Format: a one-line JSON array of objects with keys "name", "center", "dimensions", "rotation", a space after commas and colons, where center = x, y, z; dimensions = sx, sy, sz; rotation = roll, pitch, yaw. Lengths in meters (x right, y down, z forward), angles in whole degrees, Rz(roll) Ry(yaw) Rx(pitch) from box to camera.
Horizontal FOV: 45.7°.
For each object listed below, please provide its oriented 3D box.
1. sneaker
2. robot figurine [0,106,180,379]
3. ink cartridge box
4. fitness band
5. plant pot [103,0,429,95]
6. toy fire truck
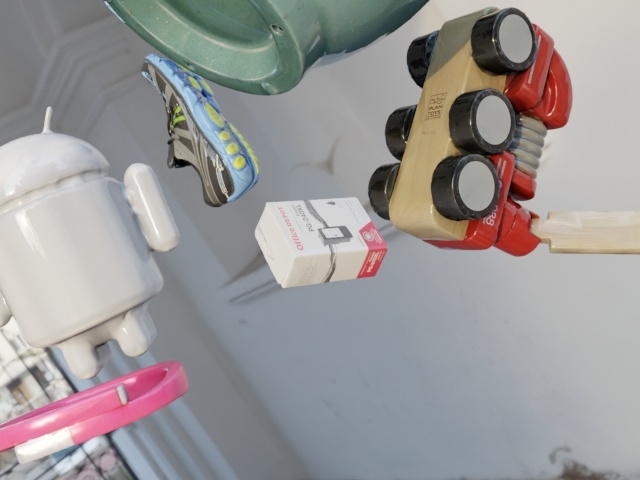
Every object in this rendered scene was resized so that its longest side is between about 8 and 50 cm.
[{"name": "sneaker", "center": [-0.133, -0.112, 0.753], "dimensions": [0.078, 0.188, 0.067], "rotation": [-41, -20, 19]}, {"name": "robot figurine", "center": [-0.347, 0.007, 1.030], "dimensions": [0.300, 0.353, 0.200], "rotation": [-24, 4, -8]}, {"name": "ink cartridge box", "center": [0.000, 0.000, 1.059], "dimensions": [0.151, 0.109, 0.063], "rotation": [-5, -42, -30]}, {"name": "fitness band", "center": [-0.331, 0.240, 1.079], "dimensions": [0.291, 0.054, 0.209], "rotation": [-19, 1, -5]}, {"name": "plant pot", "center": [-0.044, -0.227, 0.521], "dimensions": [0.196, 0.293, 0.293], "rotation": [-61, 12, -16]}, {"name": "toy fire truck", "center": [0.203, -0.079, 0.731], "dimensions": [0.159, 0.246, 0.216], "rotation": [0, 70, 55]}]
